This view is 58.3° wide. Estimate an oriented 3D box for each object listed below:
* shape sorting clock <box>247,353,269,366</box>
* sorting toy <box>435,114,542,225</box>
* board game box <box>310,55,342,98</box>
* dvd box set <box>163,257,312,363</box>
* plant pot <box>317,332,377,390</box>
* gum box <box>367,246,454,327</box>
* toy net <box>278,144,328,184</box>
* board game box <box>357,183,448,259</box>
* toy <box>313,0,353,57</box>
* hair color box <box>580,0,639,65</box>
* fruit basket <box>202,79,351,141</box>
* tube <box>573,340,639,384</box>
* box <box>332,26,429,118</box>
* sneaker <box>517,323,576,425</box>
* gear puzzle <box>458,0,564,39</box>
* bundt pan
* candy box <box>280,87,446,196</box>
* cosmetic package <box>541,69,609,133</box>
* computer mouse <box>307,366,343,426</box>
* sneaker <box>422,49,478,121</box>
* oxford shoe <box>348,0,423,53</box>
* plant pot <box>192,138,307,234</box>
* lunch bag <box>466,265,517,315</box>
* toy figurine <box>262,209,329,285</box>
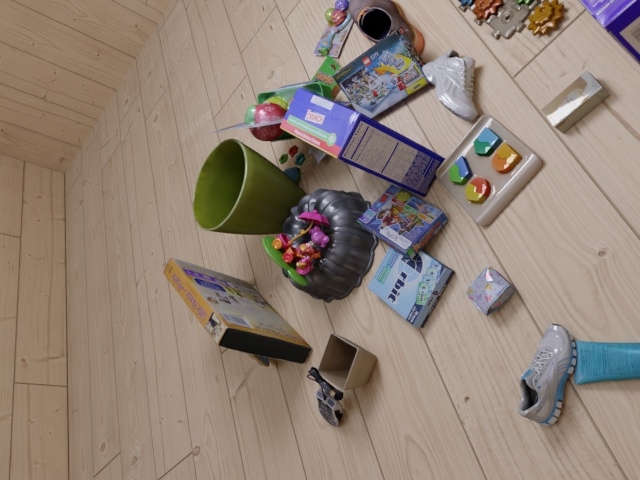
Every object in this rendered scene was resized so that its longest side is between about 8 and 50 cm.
[{"bbox_3d":[-0.224,0.296,1.692,0.040,0.206,0.206,-39,43,-5],"label":"shape sorting clock"},{"bbox_3d":[0.370,-0.165,1.305,0.193,0.038,0.208,-52,44,22],"label":"sorting toy"},{"bbox_3d":[-0.014,-0.461,1.856,0.259,0.039,0.124,-54,44,24],"label":"board game box"},{"bbox_3d":[-0.248,0.200,1.667,0.420,0.308,0.062,36,100,48],"label":"dvd box set"},{"bbox_3d":[0.075,0.304,1.424,0.109,0.096,0.109,22,93,51],"label":"plant pot"},{"bbox_3d":[0.214,0.096,1.385,0.184,0.041,0.157,40,106,48],"label":"gum box"},{"bbox_3d":[-0.044,-0.258,1.812,0.232,0.045,0.122,-24,57,40],"label":"toy net"},{"bbox_3d":[0.199,-0.050,1.421,0.136,0.035,0.201,-45,41,-5],"label":"board game box"},{"bbox_3d":[0.049,-0.718,1.862,0.137,0.056,0.237,28,98,48],"label":"toy"},{"bbox_3d":[0.546,-0.508,1.116,0.110,0.185,0.339,-41,48,34],"label":"hair color box"},{"bbox_3d":[-0.116,-0.372,1.669,0.327,0.353,0.165,-1,104,32],"label":"fruit basket"},{"bbox_3d":[0.530,0.206,0.982,0.207,0.052,0.080,-18,55,52],"label":"tube"},{"bbox_3d":[0.166,-0.444,1.555,0.233,0.159,0.044,-24,20,41],"label":"box"},{"bbox_3d":[0.413,0.245,1.064,0.071,0.083,0.190,-1,72,63],"label":"sneaker"},{"bbox_3d":[0.447,-0.579,1.364,0.175,0.044,0.339,-50,45,24],"label":"gear puzzle"},{"bbox_3d":[0.000,0.000,1.602,0.331,0.124,0.331,-21,60,43],"label":"bundt pan"},{"bbox_3d":[0.104,-0.243,1.420,0.268,0.317,0.122,39,106,48],"label":"candy box"},{"bbox_3d":[0.520,-0.283,1.174,0.115,0.041,0.060,-44,48,29],"label":"cosmetic package"},{"bbox_3d":[0.022,0.395,1.427,0.106,0.193,0.042,30,57,31],"label":"computer mouse"},{"bbox_3d":[0.334,-0.388,1.393,0.115,0.090,0.232,-41,49,27],"label":"sneaker"},{"bbox_3d":[0.160,-0.642,1.646,0.130,0.133,0.363,-54,43,21],"label":"oxford shoe"},{"bbox_3d":[-0.184,-0.126,1.724,0.275,0.293,0.274,-21,61,44],"label":"plant pot"},{"bbox_3d":[0.357,0.108,1.209,0.083,0.053,0.071,-50,46,11],"label":"lunch bag"},{"bbox_3d":[-0.038,0.003,1.478,0.159,0.130,0.173,-44,68,17],"label":"toy figurine"}]
